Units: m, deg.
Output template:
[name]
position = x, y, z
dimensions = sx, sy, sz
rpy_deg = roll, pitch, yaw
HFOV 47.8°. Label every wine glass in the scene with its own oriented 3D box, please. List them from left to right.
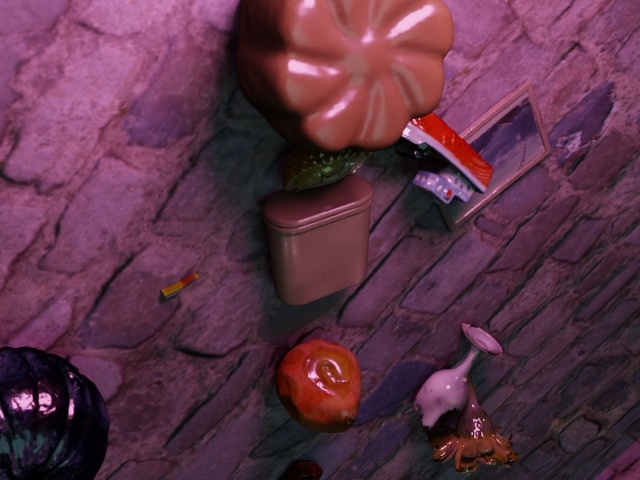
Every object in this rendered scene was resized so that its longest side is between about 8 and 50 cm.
[wine glass]
position = 0.391, 0.399, 2.098
dimensions = 0.143, 0.143, 0.321
rpy_deg = 12, 115, -38

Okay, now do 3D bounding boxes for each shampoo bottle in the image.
[shampoo bottle]
position = -0.096, 0.751, 2.085
dimensions = 0.102, 0.064, 0.260
rpy_deg = 16, 112, -43

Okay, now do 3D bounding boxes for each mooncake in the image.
[mooncake]
position = 0.047, -0.329, 1.252
dimensions = 0.378, 0.201, 0.378
rpy_deg = -9, 110, -25

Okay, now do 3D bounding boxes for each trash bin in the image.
[trash bin]
position = 0.000, 0.000, 1.571
dimensions = 0.243, 0.121, 0.247
rpy_deg = -20, 134, -19

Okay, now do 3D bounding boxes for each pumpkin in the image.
[pumpkin]
position = -0.583, 0.374, 1.363
dimensions = 0.363, 0.266, 0.363
rpy_deg = -18, 128, -25

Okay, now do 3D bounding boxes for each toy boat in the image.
[toy boat]
position = 0.220, -0.184, 1.548
dimensions = 0.332, 0.145, 0.133
rpy_deg = 34, 88, -34

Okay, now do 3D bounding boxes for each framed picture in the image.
[framed picture]
position = 0.407, -0.199, 1.752
dimensions = 0.335, 0.022, 0.247
rpy_deg = -38, 134, -4

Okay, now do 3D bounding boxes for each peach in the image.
[peach]
position = 0.010, 0.360, 1.757
dimensions = 0.214, 0.235, 0.214
rpy_deg = -25, 140, -23

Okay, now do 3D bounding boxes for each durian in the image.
[durian]
position = 0.018, -0.167, 1.453
dimensions = 0.208, 0.102, 0.146
rpy_deg = -15, 172, -16

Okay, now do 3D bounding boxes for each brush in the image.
[brush]
position = -0.291, 0.094, 1.516
dimensions = 0.083, 0.019, 0.021
rpy_deg = -30, 143, -11

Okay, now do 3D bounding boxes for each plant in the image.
[plant]
position = 0.492, 0.580, 2.218
dimensions = 0.261, 0.306, 0.297
rpy_deg = 26, 74, -18
